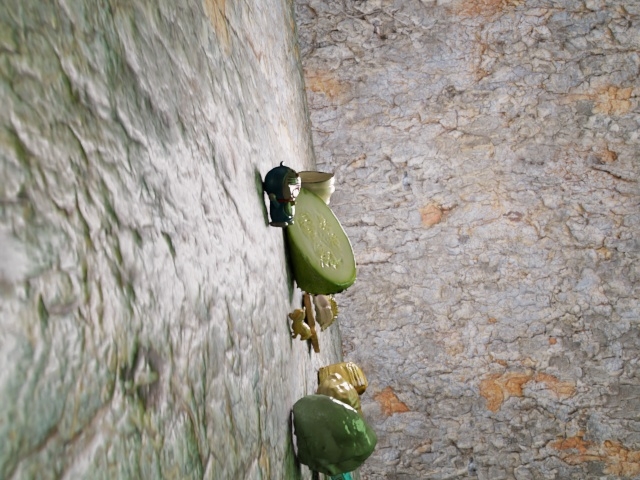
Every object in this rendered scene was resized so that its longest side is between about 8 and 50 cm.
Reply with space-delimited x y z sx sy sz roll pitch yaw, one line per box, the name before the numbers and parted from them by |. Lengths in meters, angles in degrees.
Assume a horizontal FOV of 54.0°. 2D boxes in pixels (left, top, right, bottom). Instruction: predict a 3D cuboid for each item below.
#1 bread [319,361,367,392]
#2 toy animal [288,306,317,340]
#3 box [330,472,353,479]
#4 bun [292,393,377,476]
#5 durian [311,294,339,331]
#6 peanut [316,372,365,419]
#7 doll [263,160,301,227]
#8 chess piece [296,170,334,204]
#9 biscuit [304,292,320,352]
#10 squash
bread | 0.077 0.475 2.129 0.288 0.153 0.119 68 9 -75
toy animal | -0.043 0.204 1.560 0.060 0.081 0.083 -77 179 -72
box | 0.038 0.591 1.669 0.161 0.042 0.226 72 -8 -76
bun | 0.015 0.441 1.390 0.212 0.204 0.126 45 47 -20
durian | 0.012 0.184 1.939 0.224 0.078 0.140 85 -6 -58
peanut | 0.067 0.554 1.915 0.159 0.143 0.291 -71 149 -62
doll | -0.088 -0.108 1.446 0.114 0.086 0.151 -20 114 -67
chess piece | -0.029 -0.046 1.872 0.124 0.139 0.307 24 -55 47
biscuit | -0.029 0.254 1.925 0.133 0.027 0.184 -99 179 -63
squash | 0.000 0.000 1.728 0.189 0.189 0.260 -87 174 -68
